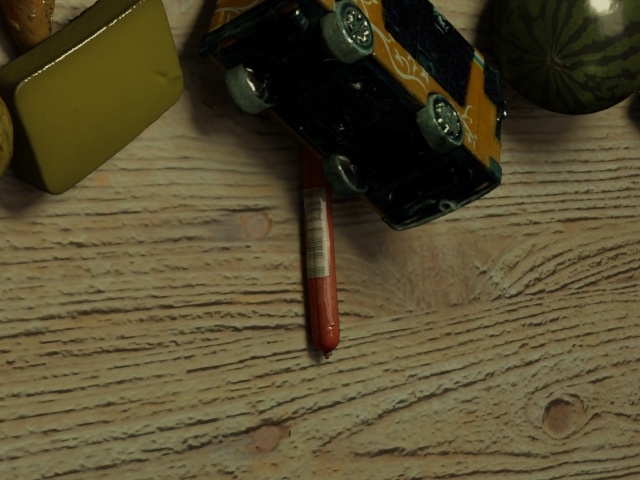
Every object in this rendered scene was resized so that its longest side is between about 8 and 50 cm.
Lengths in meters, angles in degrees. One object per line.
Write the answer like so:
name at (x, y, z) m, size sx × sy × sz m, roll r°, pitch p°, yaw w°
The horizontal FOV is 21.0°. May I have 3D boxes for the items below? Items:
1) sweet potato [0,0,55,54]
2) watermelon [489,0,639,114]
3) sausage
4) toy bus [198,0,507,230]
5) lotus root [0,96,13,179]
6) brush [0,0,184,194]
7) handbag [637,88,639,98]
sweet potato at (-0.272, -0.245, 1.586) m, size 0.068 × 0.060 × 0.206 m, roll -9°, pitch 106°, yaw -9°
watermelon at (0.300, -0.252, 2.013) m, size 0.212 × 0.212 × 0.212 m, roll 4°, pitch 84°, yaw -42°
sausage at (0.000, 0.000, 1.834) m, size 0.034 × 0.034 × 0.253 m, roll -1°, pitch 88°, yaw -43°
toy bus at (0.043, -0.177, 1.780) m, size 0.323 × 0.162 × 0.194 m, roll 41°, pitch 39°, yaw -33°
lotus root at (-0.370, -0.114, 1.439) m, size 0.260 × 0.128 × 0.145 m, roll 32°, pitch 52°, yaw -42°
brush at (-0.217, -0.143, 1.607) m, size 0.197 × 0.059 × 0.123 m, roll -42°, pitch 136°, yaw -35°
handbag at (0.502, -0.227, 2.249) m, size 0.228 × 0.126 × 0.208 m, roll 33°, pitch 59°, yaw -36°
